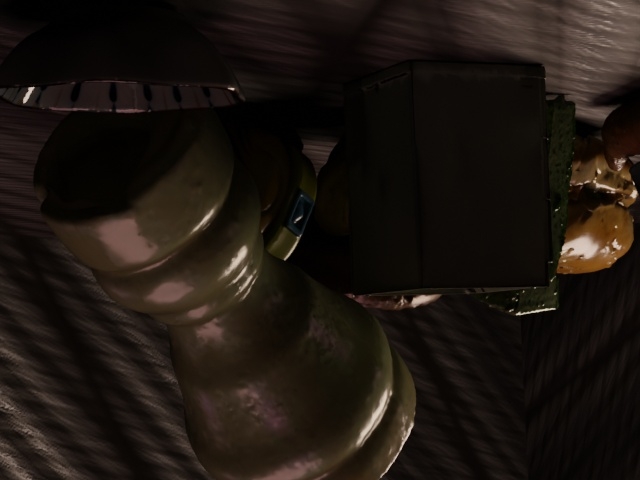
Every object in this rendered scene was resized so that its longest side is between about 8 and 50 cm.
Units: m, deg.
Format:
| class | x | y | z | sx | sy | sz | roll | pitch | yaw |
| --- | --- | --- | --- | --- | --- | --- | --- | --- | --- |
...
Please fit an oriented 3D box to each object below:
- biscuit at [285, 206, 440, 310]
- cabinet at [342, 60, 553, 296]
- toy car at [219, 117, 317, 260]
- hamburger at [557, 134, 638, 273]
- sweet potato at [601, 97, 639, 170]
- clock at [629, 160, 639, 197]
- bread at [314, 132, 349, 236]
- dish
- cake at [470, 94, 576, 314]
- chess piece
| class | x | y | z | sx | sy | sz | roll | pitch | yaw |
| --- | --- | --- | --- | --- | --- | --- | --- | --- | --- |
| biscuit | 0.000 | 0.000 | 1.817 | 0.318 | 0.040 | 0.318 | 15 | -162 | -5 |
| cabinet | 0.121 | -0.053 | 1.460 | 0.150 | 0.206 | 0.145 | -1 | 176 | -25 |
| toy car | -0.132 | -0.055 | 1.653 | 0.248 | 0.200 | 0.142 | 1 | 153 | 40 |
| hamburger | 0.250 | -0.056 | 1.974 | 0.284 | 0.174 | 0.304 | 10 | 178 | 36 |
| sweet potato | 0.356 | -0.128 | 1.628 | 0.072 | 0.066 | 0.314 | -43 | -178 | -12 |
| clock | 0.498 | -0.095 | 1.689 | 0.319 | 0.066 | 0.319 | -15 | 176 | -1 |
| bread | 0.107 | -0.077 | 1.742 | 0.244 | 0.134 | 0.244 | -5 | 175 | 0 |
| dish | -0.145 | -0.133 | 1.117 | 0.190 | 0.066 | 0.191 | 0 | 178 | 0 |
| cake | 0.228 | -0.032 | 1.638 | 0.100 | 0.235 | 0.099 | -6 | -145 | -42 |
| chess piece | -0.091 | 0.053 | 1.465 | 0.234 | 0.234 | 0.442 | -4 | 136 | 30 |
